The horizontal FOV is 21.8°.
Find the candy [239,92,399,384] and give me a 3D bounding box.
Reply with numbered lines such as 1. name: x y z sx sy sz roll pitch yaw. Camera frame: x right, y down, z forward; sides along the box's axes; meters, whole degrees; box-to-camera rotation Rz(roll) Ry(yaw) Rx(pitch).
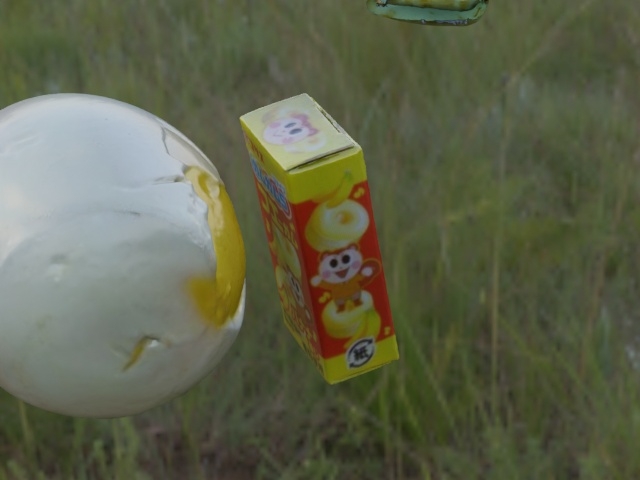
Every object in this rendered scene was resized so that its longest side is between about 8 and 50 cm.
1. candy: 0.000 0.000 1.753 0.088 0.276 0.146 -19 35 -13

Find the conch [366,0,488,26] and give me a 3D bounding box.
1. conch: 0.134 -0.295 1.994 0.170 0.079 0.106 -11 59 2

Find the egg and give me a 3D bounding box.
1. egg: -0.222 0.005 1.540 0.283 0.283 0.345 -15 36 -20
